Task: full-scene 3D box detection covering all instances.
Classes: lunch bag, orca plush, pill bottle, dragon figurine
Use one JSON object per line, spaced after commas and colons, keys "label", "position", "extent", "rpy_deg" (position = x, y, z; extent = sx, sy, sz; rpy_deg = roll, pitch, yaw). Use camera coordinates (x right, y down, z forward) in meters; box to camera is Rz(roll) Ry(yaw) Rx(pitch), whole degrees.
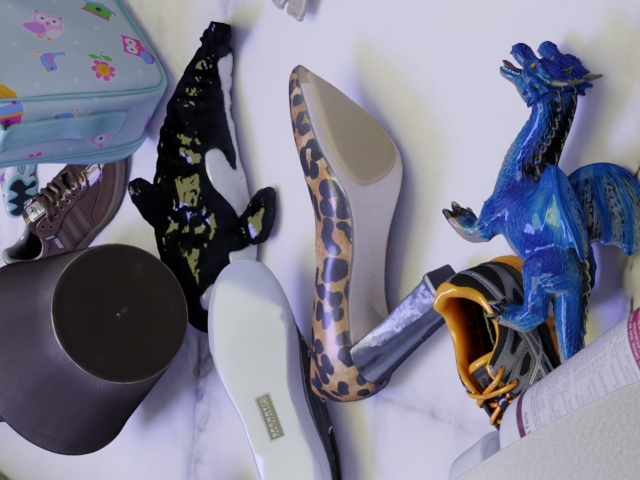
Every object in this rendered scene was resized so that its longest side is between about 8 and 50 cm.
{"label": "lunch bag", "position": [-0.298, -0.162, 1.748], "extent": [0.224, 0.279, 0.108], "rpy_deg": [55, 135, 29]}
{"label": "orca plush", "position": [-0.119, -0.055, 1.679], "extent": [0.151, 0.102, 0.287], "rpy_deg": [22, 109, 47]}
{"label": "pill bottle", "position": [0.200, 0.133, 1.264], "extent": [0.221, 0.121, 0.121], "rpy_deg": [-41, 61, 27]}
{"label": "dragon figurine", "position": [0.181, -0.007, 1.340], "extent": [0.144, 0.085, 0.289], "rpy_deg": [-44, 58, 42]}

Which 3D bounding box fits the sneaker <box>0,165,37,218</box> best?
{"label": "sneaker", "position": [-0.334, -0.073, 1.988], "extent": [0.069, 0.038, 0.098], "rpy_deg": [3, 86, 51]}

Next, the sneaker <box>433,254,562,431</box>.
{"label": "sneaker", "position": [0.148, 0.113, 1.391], "extent": [0.084, 0.083, 0.215], "rpy_deg": [-44, 62, 40]}

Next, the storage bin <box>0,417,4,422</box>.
{"label": "storage bin", "position": [-0.421, 0.150, 2.037], "extent": [0.180, 0.122, 0.084], "rpy_deg": [7, 98, 49]}

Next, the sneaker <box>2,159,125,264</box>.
{"label": "sneaker", "position": [-0.259, -0.030, 1.871], "extent": [0.066, 0.071, 0.188], "rpy_deg": [57, 132, 31]}

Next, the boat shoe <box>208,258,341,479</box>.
{"label": "boat shoe", "position": [-0.031, 0.127, 1.612], "extent": [0.080, 0.076, 0.228], "rpy_deg": [-23, 80, 20]}

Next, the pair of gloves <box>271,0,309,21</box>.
{"label": "pair of gloves", "position": [-0.042, -0.332, 1.618], "extent": [0.240, 0.042, 0.204], "rpy_deg": [51, 125, 33]}

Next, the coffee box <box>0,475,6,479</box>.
{"label": "coffee box", "position": [-0.440, 0.445, 1.913], "extent": [0.338, 0.338, 0.334], "rpy_deg": [25, 110, 46]}

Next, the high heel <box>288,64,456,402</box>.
{"label": "high heel", "position": [0.000, 0.000, 1.550], "extent": [0.186, 0.093, 0.261], "rpy_deg": [-46, 65, 39]}

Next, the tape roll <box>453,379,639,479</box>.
{"label": "tape roll", "position": [0.190, 0.178, 1.111], "extent": [0.392, 0.392, 0.072], "rpy_deg": [-49, 57, 40]}

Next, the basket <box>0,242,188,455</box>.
{"label": "basket", "position": [-0.218, 0.091, 1.721], "extent": [0.204, 0.154, 0.227], "rpy_deg": [60, 153, -1]}
